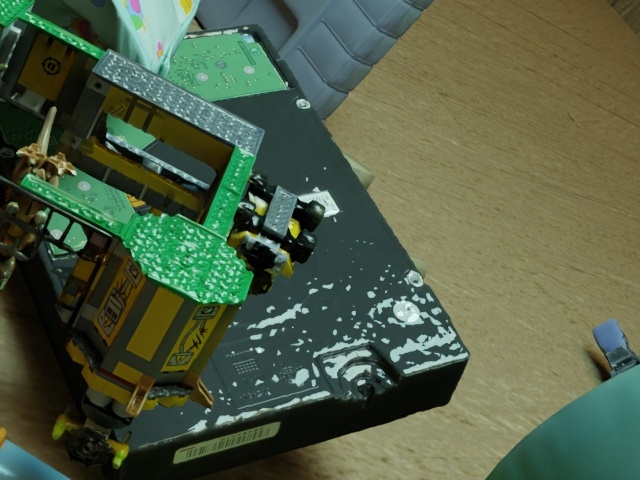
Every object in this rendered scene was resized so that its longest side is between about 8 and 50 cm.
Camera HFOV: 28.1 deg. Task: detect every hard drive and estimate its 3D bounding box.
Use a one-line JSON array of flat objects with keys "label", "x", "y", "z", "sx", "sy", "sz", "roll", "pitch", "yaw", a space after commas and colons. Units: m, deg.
[{"label": "hard drive", "x": -0.083, "y": -0.007, "z": 0.857, "sx": 0.236, "sy": 0.064, "sz": 0.339, "roll": -13, "pitch": 53, "yaw": -26}]

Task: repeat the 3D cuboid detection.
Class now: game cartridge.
[{"label": "game cartridge", "x": -0.046, "y": -0.303, "z": 1.313, "sx": 0.068, "sy": 0.230, "sz": 0.355, "roll": 6, "pitch": 41, "yaw": -51}]

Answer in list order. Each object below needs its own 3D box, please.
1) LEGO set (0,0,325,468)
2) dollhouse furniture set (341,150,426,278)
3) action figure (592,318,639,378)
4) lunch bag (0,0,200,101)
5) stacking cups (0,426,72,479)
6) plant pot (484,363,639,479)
[{"label": "LEGO set", "x": -0.186, "y": -0.001, "z": 0.641, "sx": 0.331, "sy": 0.192, "sz": 0.255, "roll": 24, "pitch": 27, "yaw": -14}, {"label": "dollhouse furniture set", "x": 0.000, "y": 0.000, "z": 1.018, "sx": 0.123, "sy": 0.144, "sz": 0.151, "roll": 18, "pitch": 19, "yaw": -50}, {"label": "action figure", "x": 0.416, "y": 0.187, "z": 1.256, "sx": 0.330, "sy": 0.178, "sz": 0.341, "roll": 32, "pitch": 26, "yaw": -42}, {"label": "lunch bag", "x": -0.197, "y": -0.203, "z": 0.844, "sx": 0.262, "sy": 0.160, "sz": 0.223, "roll": 41, "pitch": 21, "yaw": -14}, {"label": "stacking cups", "x": -0.151, "y": 0.147, "z": 0.611, "sx": 0.316, "sy": 0.096, "sz": 0.096, "roll": 32, "pitch": 25, "yaw": -7}, {"label": "plant pot", "x": 0.242, "y": 0.220, "z": 0.634, "sx": 0.293, "sy": 0.293, "sz": 0.235, "roll": 23, "pitch": 34, "yaw": -34}]
